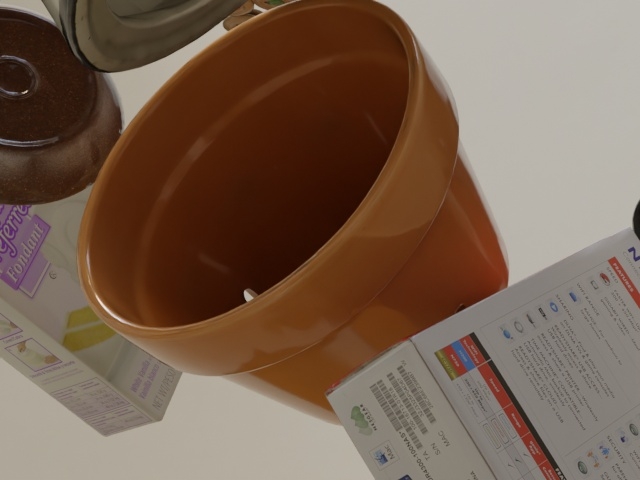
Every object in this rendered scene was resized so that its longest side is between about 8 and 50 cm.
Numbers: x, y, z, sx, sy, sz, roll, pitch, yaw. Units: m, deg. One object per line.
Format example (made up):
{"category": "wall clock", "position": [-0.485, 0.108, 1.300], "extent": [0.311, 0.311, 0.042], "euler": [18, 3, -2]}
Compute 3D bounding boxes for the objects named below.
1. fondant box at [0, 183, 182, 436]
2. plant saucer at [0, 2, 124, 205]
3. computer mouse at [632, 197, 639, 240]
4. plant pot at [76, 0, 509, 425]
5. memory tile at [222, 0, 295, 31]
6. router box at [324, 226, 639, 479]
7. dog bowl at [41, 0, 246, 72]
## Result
{"category": "fondant box", "position": [-0.255, 0.001, 1.713], "extent": [0.330, 0.096, 0.238], "euler": [41, -129, -26]}
{"category": "plant saucer", "position": [-0.246, -0.119, 1.380], "extent": [0.036, 0.198, 0.198], "euler": [123, 143, -50]}
{"category": "computer mouse", "position": [0.395, -0.034, 1.467], "extent": [0.060, 0.262, 0.184], "euler": [-14, -119, -51]}
{"category": "plant pot", "position": [0.000, 0.000, 1.252], "extent": [0.203, 0.291, 0.291], "euler": [46, -156, -37]}
{"category": "memory tile", "position": [-0.018, -0.165, 1.377], "extent": [0.148, 0.113, 0.012], "euler": [50, -138, -63]}
{"category": "router box", "position": [0.196, 0.181, 1.130], "extent": [0.301, 0.082, 0.335], "euler": [-20, -103, -52]}
{"category": "dog bowl", "position": [-0.068, -0.310, 1.109], "extent": [0.150, 0.408, 0.408], "euler": [41, -175, 9]}
